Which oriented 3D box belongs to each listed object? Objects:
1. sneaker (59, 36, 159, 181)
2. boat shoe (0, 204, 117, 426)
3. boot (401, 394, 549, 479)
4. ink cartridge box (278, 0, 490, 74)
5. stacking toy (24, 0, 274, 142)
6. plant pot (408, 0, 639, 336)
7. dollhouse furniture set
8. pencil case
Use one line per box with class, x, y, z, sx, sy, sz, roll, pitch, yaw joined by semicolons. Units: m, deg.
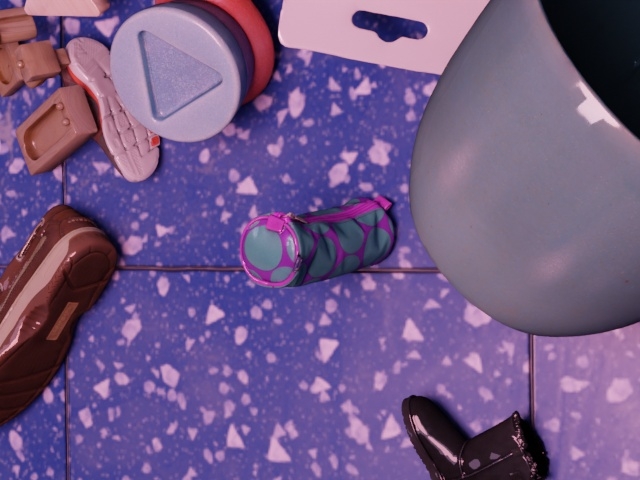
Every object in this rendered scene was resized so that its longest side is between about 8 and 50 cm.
sneaker;-0.209;-0.120;1.722;0.065;0.061;0.158;-43;67;48
boat shoe;-0.298;0.076;1.754;0.257;0.095;0.095;-52;55;13
boot;0.136;0.176;1.537;0.099;0.045;0.121;-27;86;29
ink cartridge box;0.094;-0.315;1.453;0.207;0.119;0.353;9;97;-11
stacking toy;-0.165;-0.247;1.568;0.279;0.130;0.309;22;125;13
plant pot;0.207;-0.064;1.369;0.235;0.293;0.293;-47;70;37
dollhouse furniture set;-0.321;-0.139;1.707;0.144;0.123;0.151;-31;77;53
pencil case;0.000;0.000;1.546;0.064;0.151;0.070;35;117;27
